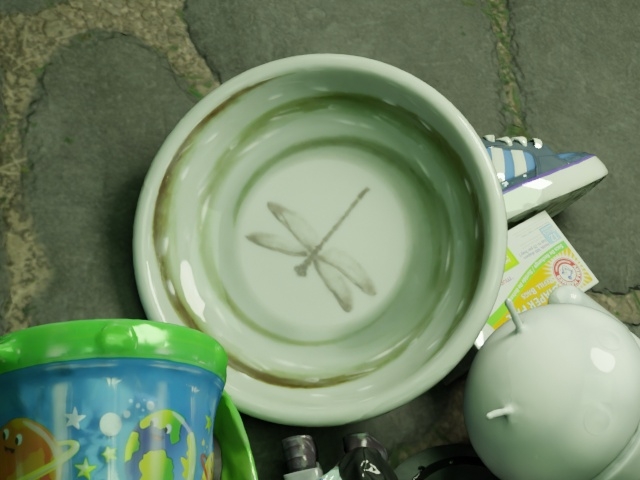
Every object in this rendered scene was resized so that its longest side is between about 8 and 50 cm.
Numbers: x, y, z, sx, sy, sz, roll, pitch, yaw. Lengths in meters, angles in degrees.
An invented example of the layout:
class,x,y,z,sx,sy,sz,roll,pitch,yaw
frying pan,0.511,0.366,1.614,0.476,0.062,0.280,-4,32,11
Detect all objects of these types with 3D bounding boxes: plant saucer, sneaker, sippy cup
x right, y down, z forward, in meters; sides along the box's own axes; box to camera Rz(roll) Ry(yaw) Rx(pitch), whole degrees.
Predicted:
class,x,y,z,sx,sy,sz,roll,pitch,yaw
plant saucer,0.000,0.000,1.065,0.401,0.100,0.400,-2,81,9
sneaker,0.180,-0.117,1.226,0.323,0.130,0.236,-21,74,-19
sippy cup,-0.192,0.211,0.860,0.306,0.240,0.224,-1,66,-14

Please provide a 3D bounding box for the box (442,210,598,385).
class,x,y,z,sx,sy,sz,roll,pitch,yaw
box,0.210,0.066,1.162,0.203,0.103,0.114,-28,76,-30

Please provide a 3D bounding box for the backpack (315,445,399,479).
class,x,y,z,sx,sy,sz,roll,pitch,yaw
backpack,0.002,0.279,0.844,0.182,0.115,0.152,-38,55,5

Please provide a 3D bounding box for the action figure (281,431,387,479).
class,x,y,z,sx,sy,sz,roll,pitch,yaw
action figure,0.027,0.326,0.936,0.186,0.099,0.285,-7,52,5

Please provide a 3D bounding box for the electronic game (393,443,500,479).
class,x,y,z,sx,sy,sz,roll,pitch,yaw
electronic game,0.161,0.327,1.039,0.229,0.048,0.229,8,55,-11

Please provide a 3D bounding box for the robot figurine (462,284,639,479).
class,x,y,z,sx,sy,sz,roll,pitch,yaw
robot figurine,0.288,0.195,1.025,0.353,0.200,0.299,35,44,-33
